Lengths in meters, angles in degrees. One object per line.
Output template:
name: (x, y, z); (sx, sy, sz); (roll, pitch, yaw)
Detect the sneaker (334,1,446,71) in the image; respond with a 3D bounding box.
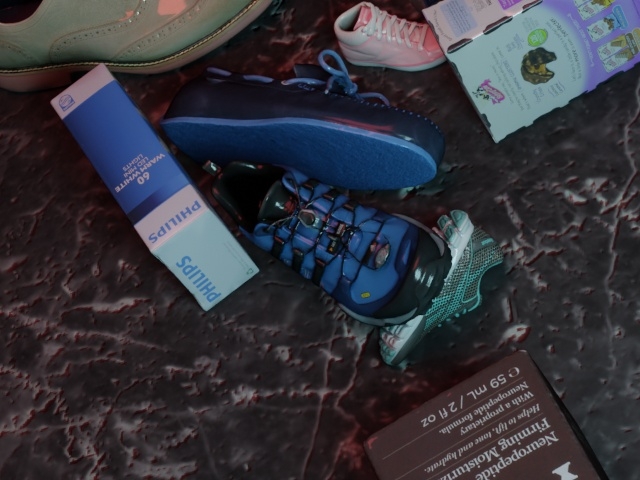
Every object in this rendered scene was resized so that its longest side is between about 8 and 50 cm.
sneaker: (0.076, -0.220, 1.933); (0.134, 0.070, 0.051); (3, 60, 26)

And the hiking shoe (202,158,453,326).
hiking shoe: (0.000, 0.000, 1.750); (0.304, 0.132, 0.113); (22, 87, 52)

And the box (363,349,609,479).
box: (0.169, 0.239, 1.541); (0.168, 0.167, 0.203); (-31, 52, 5)

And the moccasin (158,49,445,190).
moccasin: (-0.019, -0.141, 1.888); (0.342, 0.137, 0.116); (12, 62, 30)

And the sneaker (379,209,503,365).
sneaker: (0.119, 0.056, 1.746); (0.166, 0.076, 0.065); (-58, 22, 12)

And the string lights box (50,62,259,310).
string lights box: (-0.178, -0.058, 1.912); (0.077, 0.133, 0.259); (-38, 53, -1)

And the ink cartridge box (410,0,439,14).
ink cartridge box: (0.148, -0.298, 1.931); (0.122, 0.088, 0.052); (-42, 61, -2)

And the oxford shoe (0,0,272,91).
oxford shoe: (-0.240, -0.276, 2.067); (0.397, 0.146, 0.140); (-15, 55, 16)

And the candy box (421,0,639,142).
candy box: (0.222, -0.208, 1.794); (0.196, 0.165, 0.070); (-29, 52, 6)
